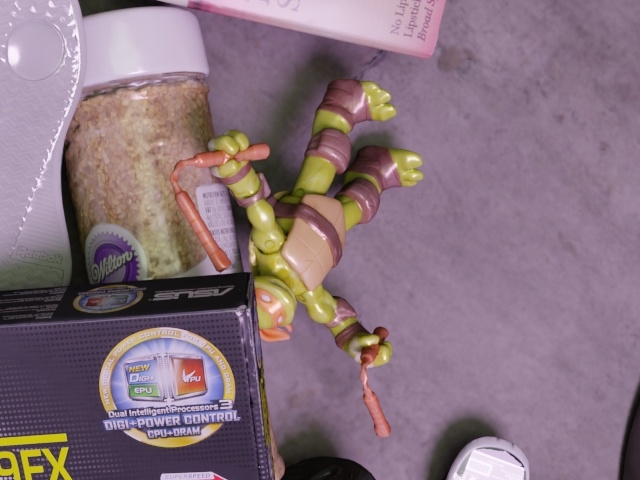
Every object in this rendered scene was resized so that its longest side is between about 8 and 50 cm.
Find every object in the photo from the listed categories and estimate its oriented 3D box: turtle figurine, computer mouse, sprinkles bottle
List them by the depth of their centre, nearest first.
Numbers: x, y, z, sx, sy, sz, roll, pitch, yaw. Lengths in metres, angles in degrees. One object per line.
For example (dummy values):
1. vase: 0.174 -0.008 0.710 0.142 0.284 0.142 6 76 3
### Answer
1. sprinkles bottle: -0.115 0.015 0.787 0.121 0.121 0.355 -11 91 -11
2. turtle figurine: 0.000 0.000 0.790 0.269 0.087 0.217 52 52 -26
3. computer mouse: 0.113 0.249 0.869 0.106 0.042 0.193 22 91 -5

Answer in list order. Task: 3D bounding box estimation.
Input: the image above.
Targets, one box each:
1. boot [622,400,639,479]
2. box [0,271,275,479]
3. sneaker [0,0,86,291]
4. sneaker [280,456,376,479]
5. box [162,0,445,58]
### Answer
1. boot: 0.335 0.251 0.897 0.115 0.112 0.305 1 80 -44
2. box: -0.166 0.138 0.681 0.270 0.060 0.216 -4 111 0
3. sneaker: -0.230 -0.088 0.729 0.094 0.151 0.256 -9 119 -33
4. sneaker: -0.046 0.396 0.803 0.257 0.169 0.447 42 77 -25
5. box: -0.026 -0.231 0.775 0.232 0.127 0.148 8 104 -19
